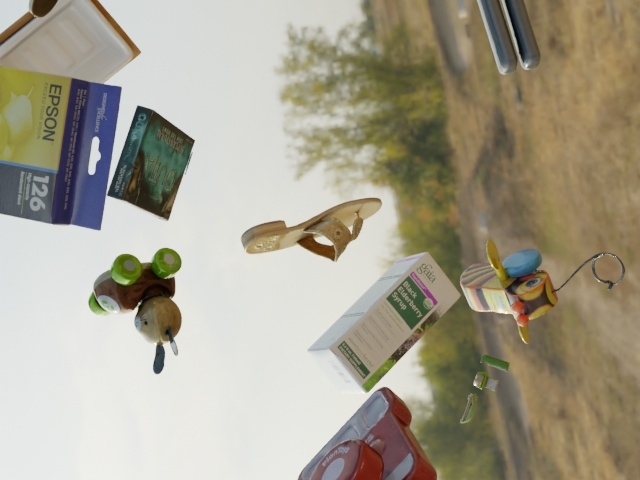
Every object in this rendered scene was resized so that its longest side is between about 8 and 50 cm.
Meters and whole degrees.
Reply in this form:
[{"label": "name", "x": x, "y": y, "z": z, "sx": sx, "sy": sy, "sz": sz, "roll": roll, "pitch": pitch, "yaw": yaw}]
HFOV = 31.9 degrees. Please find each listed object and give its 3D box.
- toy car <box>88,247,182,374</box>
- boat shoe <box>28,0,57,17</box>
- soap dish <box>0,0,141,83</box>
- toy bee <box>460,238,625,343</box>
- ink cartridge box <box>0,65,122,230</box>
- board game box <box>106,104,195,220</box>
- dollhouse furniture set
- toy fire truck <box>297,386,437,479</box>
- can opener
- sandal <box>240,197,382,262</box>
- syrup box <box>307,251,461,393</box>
[{"label": "toy car", "x": -0.300, "y": 0.133, "z": 1.937, "sx": 0.155, "sy": 0.148, "sz": 0.188, "roll": -46, "pitch": 61, "yaw": 49}, {"label": "boat shoe", "x": -0.484, "y": -0.460, "z": 1.975, "sx": 0.050, "sy": 0.045, "sz": 0.135, "roll": 24, "pitch": -93, "yaw": -51}, {"label": "soap dish", "x": -0.580, "y": -0.417, "z": 2.464, "sx": 0.229, "sy": 0.290, "sz": 0.118, "roll": 50, "pitch": -175, "yaw": -34}, {"label": "toy bee", "x": 0.345, "y": 0.081, "z": 1.945, "sx": 0.195, "sy": 0.298, "sz": 0.162, "roll": 52, "pitch": -130, "yaw": -1}, {"label": "ink cartridge box", "x": -0.578, "y": -0.191, "z": 2.285, "sx": 0.072, "sy": 0.307, "sz": 0.304, "roll": -6, "pitch": -74, "yaw": -73}, {"label": "board game box", "x": -0.227, "y": -0.100, "z": 1.522, "sx": 0.186, "sy": 0.026, "sz": 0.126, "roll": 32, "pitch": -104, "yaw": -77}, {"label": "dollhouse furniture set", "x": 0.342, "y": 0.317, "z": 2.327, "sx": 0.076, "sy": 0.058, "sz": 0.152, "roll": 16, "pitch": -87, "yaw": -78}, {"label": "toy fire truck", "x": 0.018, "y": 0.339, "z": 1.355, "sx": 0.169, "sy": 0.302, "sz": 0.254, "roll": 39, "pitch": -174, "yaw": -17}, {"label": "can opener", "x": 0.278, "y": -0.394, "z": 1.752, "sx": 0.093, "sy": 0.074, "sz": 0.281, "roll": 76, "pitch": -178, "yaw": -72}, {"label": "sandal", "x": -0.001, "y": 0.003, "z": 1.748, "sx": 0.088, "sy": 0.240, "sz": 0.079, "roll": 113, "pitch": 139, "yaw": -58}, {"label": "syrup box", "x": 0.101, "y": 0.129, "z": 1.760, "sx": 0.093, "sy": 0.237, "sz": 0.096, "roll": 52, "pitch": 156, "yaw": -10}]
